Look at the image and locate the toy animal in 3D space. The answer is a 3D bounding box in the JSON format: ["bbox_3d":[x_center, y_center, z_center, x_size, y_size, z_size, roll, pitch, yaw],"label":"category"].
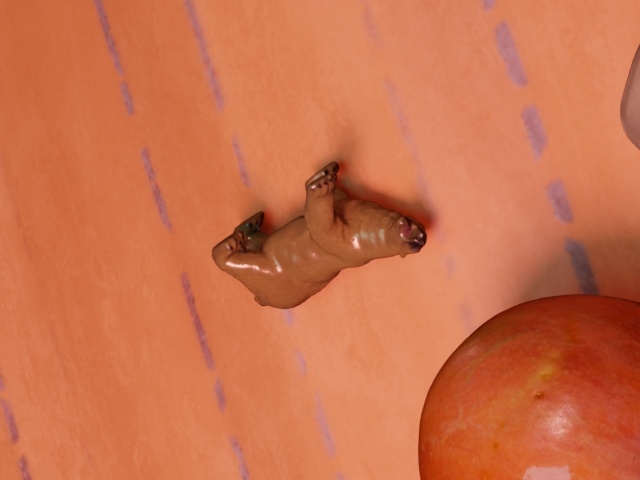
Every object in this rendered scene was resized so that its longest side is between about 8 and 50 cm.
[{"bbox_3d":[0.000,0.000,1.244,0.218,0.103,0.101,-32,95,37],"label":"toy animal"}]

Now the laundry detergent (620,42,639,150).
[{"bbox_3d":[0.322,-0.134,0.929,0.181,0.091,0.253,47,124,24],"label":"laundry detergent"}]

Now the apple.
[{"bbox_3d":[0.185,0.164,1.012,0.253,0.253,0.254,8,102,40],"label":"apple"}]
